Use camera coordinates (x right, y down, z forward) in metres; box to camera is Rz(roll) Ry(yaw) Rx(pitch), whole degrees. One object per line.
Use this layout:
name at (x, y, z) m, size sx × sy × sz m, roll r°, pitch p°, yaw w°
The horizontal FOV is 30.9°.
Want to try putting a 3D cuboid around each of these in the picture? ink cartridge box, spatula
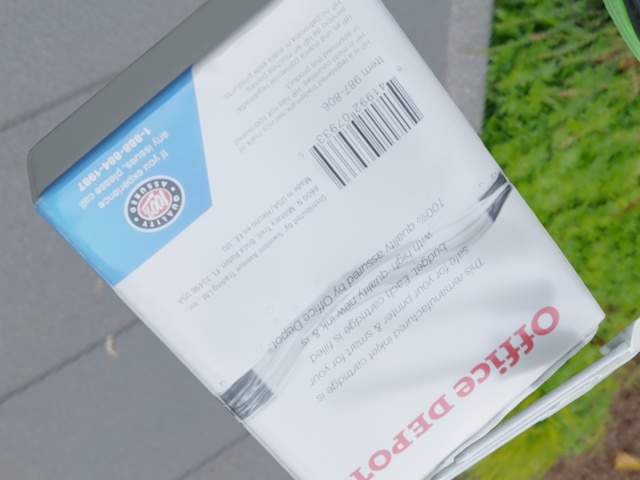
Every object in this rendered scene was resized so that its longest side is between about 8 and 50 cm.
ink cartridge box at (0.000, 0.000, 0.951) m, size 0.285 × 0.166 × 0.395 m, roll -40°, pitch 113°, yaw -2°
spatula at (0.163, 0.116, 0.842) m, size 0.242 × 0.019 × 0.168 m, roll -26°, pitch 163°, yaw -28°

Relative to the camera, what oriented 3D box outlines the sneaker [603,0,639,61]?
sneaker at (0.278, -0.325, 1.010) m, size 0.483 × 0.202 × 0.185 m, roll 37°, pitch 79°, yaw -23°
